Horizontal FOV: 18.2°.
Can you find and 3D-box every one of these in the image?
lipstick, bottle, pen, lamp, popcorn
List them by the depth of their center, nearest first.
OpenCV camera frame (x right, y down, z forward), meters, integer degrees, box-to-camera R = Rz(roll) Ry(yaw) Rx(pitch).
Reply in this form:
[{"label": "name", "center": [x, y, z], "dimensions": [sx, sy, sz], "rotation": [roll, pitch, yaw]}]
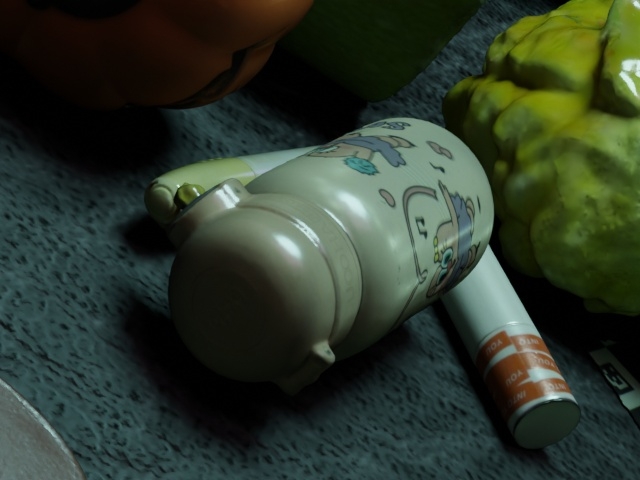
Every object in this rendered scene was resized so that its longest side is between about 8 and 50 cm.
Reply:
[{"label": "bottle", "center": [0.000, 0.000, 0.949], "dimensions": [0.110, 0.097, 0.209], "rotation": [52, 28, 6]}, {"label": "lamp", "center": [-0.087, -0.158, 0.997], "dimensions": [0.187, 0.188, 0.164], "rotation": [40, 23, 2]}, {"label": "pen", "center": [-0.026, -0.028, 1.039], "dimensions": [0.032, 0.040, 0.233], "rotation": [47, 23, 15]}, {"label": "lipstick", "center": [0.095, 0.050, 1.059], "dimensions": [0.038, 0.038, 0.131], "rotation": [17, 33, -37]}, {"label": "popcorn", "center": [0.205, -0.066, 1.172], "dimensions": [0.233, 0.192, 0.266], "rotation": [-19, 28, -37]}]

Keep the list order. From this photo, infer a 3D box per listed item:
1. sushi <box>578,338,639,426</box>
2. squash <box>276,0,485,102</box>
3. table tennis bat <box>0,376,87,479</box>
[{"label": "sushi", "center": [0.287, 0.147, 1.145], "dimensions": [0.192, 0.043, 0.279], "rotation": [8, 39, -46]}, {"label": "squash", "center": [-0.032, -0.246, 1.146], "dimensions": [0.309, 0.234, 0.210], "rotation": [33, 26, -10]}, {"label": "table tennis bat", "center": [-0.175, 0.062, 0.720], "dimensions": [0.220, 0.019, 0.130], "rotation": [34, 27, -13]}]
